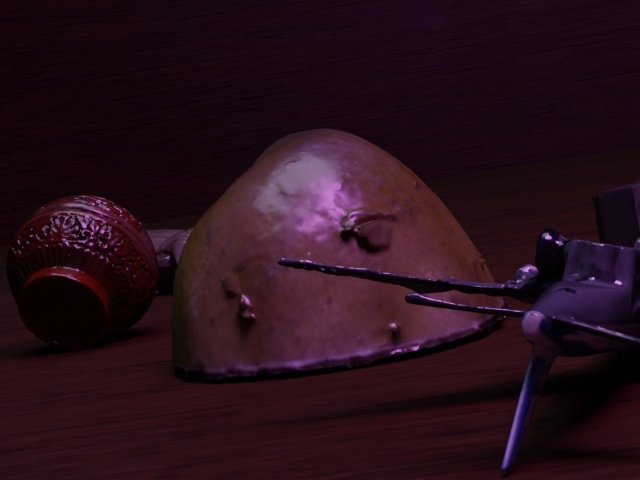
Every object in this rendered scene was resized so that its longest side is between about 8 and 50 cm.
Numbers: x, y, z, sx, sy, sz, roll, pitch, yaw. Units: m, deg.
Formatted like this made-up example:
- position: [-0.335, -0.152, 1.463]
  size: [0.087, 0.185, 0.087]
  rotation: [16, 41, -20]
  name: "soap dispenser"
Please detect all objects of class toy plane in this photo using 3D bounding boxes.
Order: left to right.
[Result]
- position: [0.103, 0.027, 0.508]
  size: [0.226, 0.058, 0.226]
  rotation: [10, 12, 23]
  name: "toy plane"

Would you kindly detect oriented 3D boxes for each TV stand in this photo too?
- position: [0.281, -0.031, 0.992]
  size: [0.040, 0.049, 0.256]
  rotation: [-7, 5, 44]
  name: "TV stand"

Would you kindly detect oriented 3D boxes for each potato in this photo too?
- position: [0.000, 0.000, 0.740]
  size: [0.182, 0.117, 0.202]
  rotation: [-11, 4, 11]
  name: "potato"

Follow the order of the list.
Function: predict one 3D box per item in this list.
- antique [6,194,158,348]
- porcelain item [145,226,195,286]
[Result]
- position: [-0.154, 0.018, 0.908]
  size: [0.104, 0.104, 0.104]
  rotation: [-9, 4, 1]
  name: "antique"
- position: [-0.094, 0.014, 1.161]
  size: [0.084, 0.054, 0.213]
  rotation: [-15, 7, -39]
  name: "porcelain item"
